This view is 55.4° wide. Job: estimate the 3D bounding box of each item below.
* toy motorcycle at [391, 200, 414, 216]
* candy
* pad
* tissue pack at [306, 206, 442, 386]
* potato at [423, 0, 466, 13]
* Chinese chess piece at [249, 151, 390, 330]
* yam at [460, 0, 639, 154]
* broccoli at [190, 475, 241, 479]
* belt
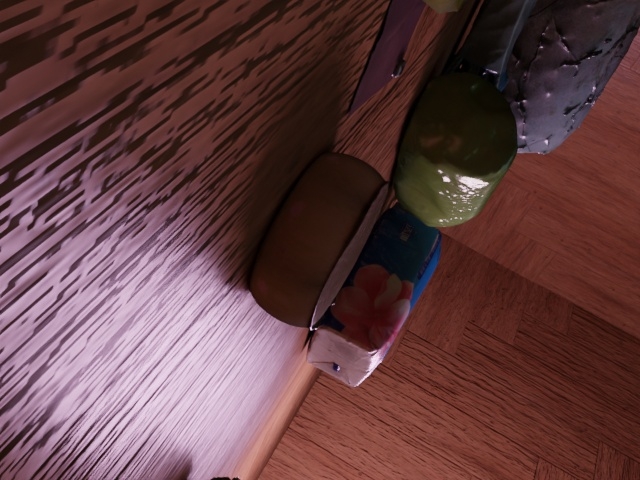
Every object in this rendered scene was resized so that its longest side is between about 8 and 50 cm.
[{"bbox_3d":[0.156,-0.034,1.264,0.173,0.058,0.100,-53,176,-39],"label":"toy motorcycle"},{"bbox_3d":[0.180,-0.107,0.854,0.343,0.142,0.132,74,32,-80],"label":"candy"},{"bbox_3d":[0.069,-0.174,0.391,0.113,0.006,0.188,-50,166,-51],"label":"pad"},{"bbox_3d":[0.097,0.104,1.073,0.270,0.137,0.209,-57,173,-29],"label":"tissue pack"},{"bbox_3d":[0.060,-0.155,0.242,0.119,0.054,0.198,-62,177,6],"label":"potato"},{"bbox_3d":[0.000,0.000,0.414,0.122,0.051,0.122,-60,171,-16],"label":"Chinese chess piece"},{"bbox_3d":[0.353,-0.327,0.907,0.241,0.241,0.348,-55,168,-37],"label":"yam"},{"bbox_3d":[-0.108,0.308,0.627,0.120,0.131,0.130,15,-92,59],"label":"broccoli"},{"bbox_3d":[0.247,-0.300,0.767,0.072,0.087,0.302,-63,177,-51],"label":"belt"}]
